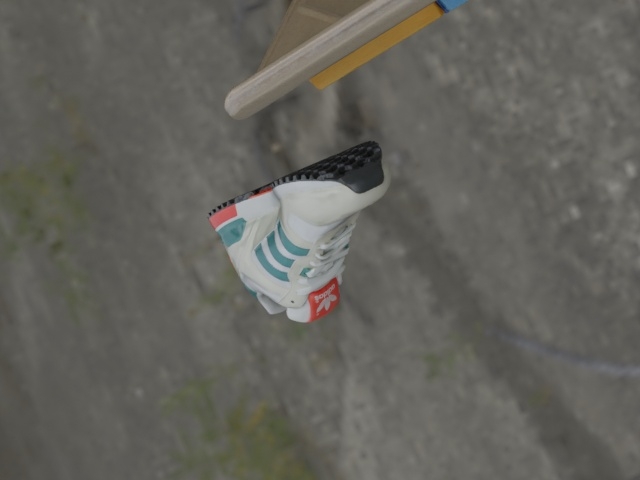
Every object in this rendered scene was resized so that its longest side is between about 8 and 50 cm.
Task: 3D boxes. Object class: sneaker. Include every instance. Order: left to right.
[{"bbox_3d":[0.000,0.000,1.003,0.161,0.057,0.075,-19,95,62],"label":"sneaker"}]

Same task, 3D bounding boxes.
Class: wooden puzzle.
[{"bbox_3d":[0.061,-0.175,1.178,0.221,0.238,0.044,-28,111,37],"label":"wooden puzzle"}]
